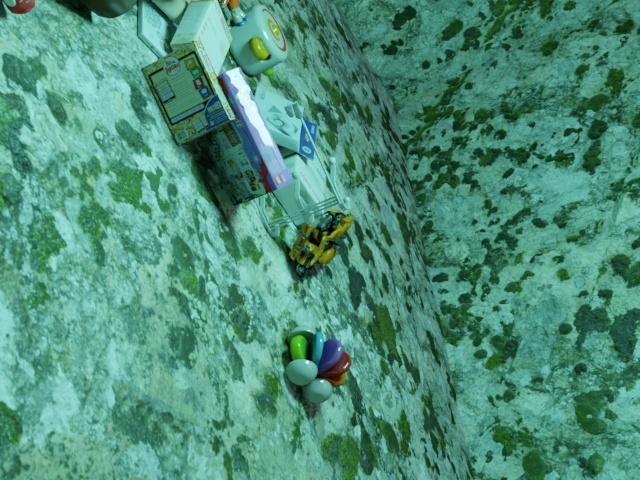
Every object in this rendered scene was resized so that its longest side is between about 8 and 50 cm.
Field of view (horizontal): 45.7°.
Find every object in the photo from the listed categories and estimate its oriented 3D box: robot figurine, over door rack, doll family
[{"bbox_3d":[0.000,0.000,2.153,0.085,0.211,0.291,30,15,15],"label":"robot figurine"},{"bbox_3d":[-0.092,-0.188,1.976,0.324,0.240,0.108,60,22,-22],"label":"over door rack"},{"bbox_3d":[-0.314,-0.625,2.109,0.163,0.118,0.263,61,37,-37],"label":"doll family"}]

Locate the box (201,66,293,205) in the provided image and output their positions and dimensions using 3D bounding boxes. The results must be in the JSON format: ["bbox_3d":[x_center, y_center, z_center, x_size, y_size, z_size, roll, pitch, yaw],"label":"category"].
[{"bbox_3d":[-0.199,-0.241,1.813,0.057,0.201,0.293,-31,100,-36],"label":"box"}]

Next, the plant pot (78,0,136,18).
[{"bbox_3d":[-0.454,-0.543,1.526,0.165,0.167,0.167,38,34,-69],"label":"plant pot"}]

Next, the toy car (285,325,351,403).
[{"bbox_3d":[0.001,0.293,1.847,0.182,0.136,0.159,55,22,-33],"label":"toy car"}]

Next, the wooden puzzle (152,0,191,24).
[{"bbox_3d":[-0.447,-0.743,1.887,0.322,0.081,0.347,38,38,-52],"label":"wooden puzzle"}]

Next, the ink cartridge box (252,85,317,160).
[{"bbox_3d":[-0.106,-0.350,2.246,0.224,0.045,0.223,22,35,-14],"label":"ink cartridge box"}]

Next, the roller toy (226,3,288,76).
[{"bbox_3d":[-0.193,-0.621,2.339,0.209,0.146,0.191,2,66,-69],"label":"roller toy"}]

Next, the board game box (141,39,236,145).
[{"bbox_3d":[-0.298,-0.332,1.719,0.193,0.147,0.045,66,19,-6],"label":"board game box"}]

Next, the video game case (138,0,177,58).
[{"bbox_3d":[-0.394,-0.507,1.853,0.143,0.019,0.157,44,30,-49],"label":"video game case"}]

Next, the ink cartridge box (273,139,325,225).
[{"bbox_3d":[-0.065,-0.186,2.267,0.172,0.100,0.237,55,22,-31],"label":"ink cartridge box"}]

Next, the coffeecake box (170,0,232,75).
[{"bbox_3d":[-0.296,-0.500,1.908,0.142,0.068,0.185,69,28,-50],"label":"coffeecake box"}]

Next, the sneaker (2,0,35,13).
[{"bbox_3d":[-0.538,-0.506,1.377,0.118,0.107,0.279,75,11,-47],"label":"sneaker"}]
